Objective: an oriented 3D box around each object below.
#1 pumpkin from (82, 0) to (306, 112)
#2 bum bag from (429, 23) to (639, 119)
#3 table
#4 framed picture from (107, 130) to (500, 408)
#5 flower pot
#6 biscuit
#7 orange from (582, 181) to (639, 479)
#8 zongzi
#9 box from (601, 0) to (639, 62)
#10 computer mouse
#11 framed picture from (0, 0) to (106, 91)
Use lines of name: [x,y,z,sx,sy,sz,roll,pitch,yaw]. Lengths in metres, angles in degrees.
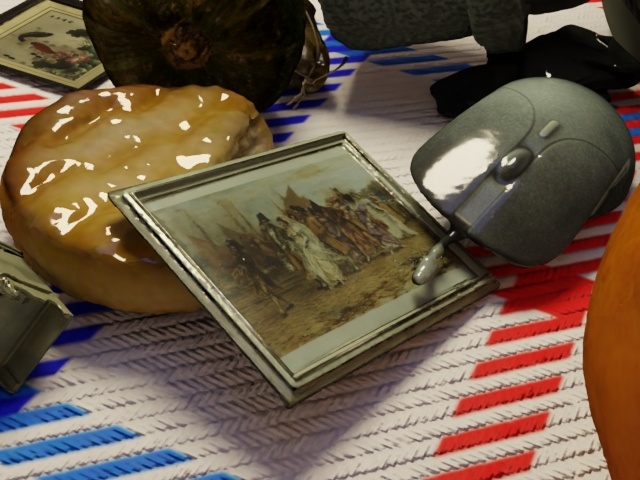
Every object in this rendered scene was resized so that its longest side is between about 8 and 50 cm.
pumpkin: [-0.120,-0.218,0.913,0.223,0.224,0.157,8,34,2]
bum bag: [0.242,-0.183,1.048,0.248,0.060,0.123,-21,49,-28]
table: [-0.234,0.050,0.654,0.083,0.062,0.079,38,93,33]
framed picture: [0.000,0.000,0.732,0.217,0.017,0.274,45,39,20]
flower pot: [0.149,-0.349,0.979,0.282,0.299,0.299,-1,35,18]
biscuit: [-0.153,-0.045,0.792,0.213,0.091,0.274,15,40,8]
orange: [0.359,0.079,0.517,0.424,0.326,0.424,-11,39,9]
zongzi: [-0.015,-0.229,1.075,0.184,0.084,0.187,-6,46,-49]
box: [0.365,-0.311,0.990,0.090,0.373,0.367,-18,38,11]
computer mouse: [0.185,-0.065,0.834,0.167,0.090,0.379,36,44,14]
framed picture: [-0.299,-0.232,1.077,0.195,0.010,0.199,19,39,16]
